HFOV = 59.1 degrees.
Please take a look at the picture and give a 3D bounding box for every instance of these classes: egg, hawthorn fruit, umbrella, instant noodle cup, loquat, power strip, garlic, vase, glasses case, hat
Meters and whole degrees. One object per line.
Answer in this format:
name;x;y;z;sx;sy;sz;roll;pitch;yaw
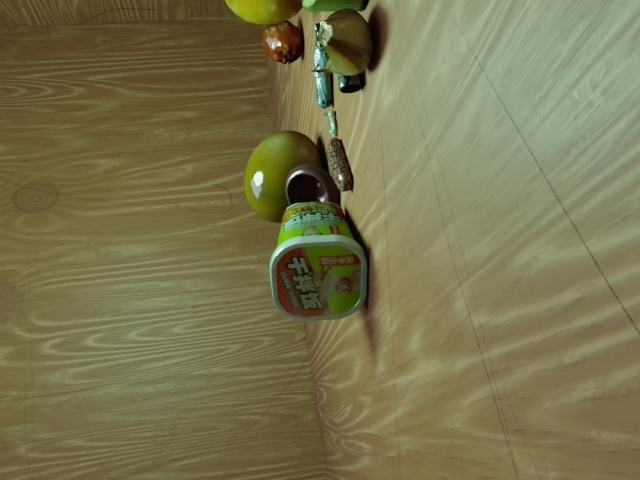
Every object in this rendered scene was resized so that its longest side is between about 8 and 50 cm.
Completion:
egg;-0.128;-0.231;2.030;0.282;0.283;0.351;101;-173;-63
hawthorn fruit;-0.141;-0.760;2.203;0.157;0.157;0.193;101;154;-63
umbrella;0.009;-0.528;1.714;0.053;0.052;0.250;-43;-45;-56
instant noodle cup;-0.013;0.038;1.649;0.307;0.294;0.293;-98;6;-60
loquat;-0.167;-0.846;1.778;0.328;0.329;0.328;174;90;-81
power strip;0.031;-0.360;1.744;0.055;0.035;0.083;-126;29;-73
garlic;0.063;-0.425;1.255;0.115;0.128;0.206;41;172;5
vase;0.062;-0.468;1.373;0.060;0.060;0.211;143;121;-80
glasses case;0.050;-0.220;1.660;0.073;0.049;0.194;93;167;-49
hat;-0.022;-0.157;1.856;0.089;0.206;0.205;-37;-50;-56

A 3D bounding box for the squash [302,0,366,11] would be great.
squash;0.035;-0.622;1.252;0.220;0.134;0.220;180;90;-80
